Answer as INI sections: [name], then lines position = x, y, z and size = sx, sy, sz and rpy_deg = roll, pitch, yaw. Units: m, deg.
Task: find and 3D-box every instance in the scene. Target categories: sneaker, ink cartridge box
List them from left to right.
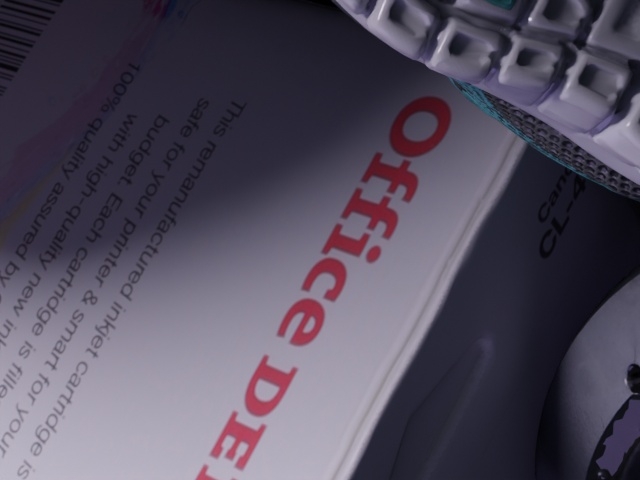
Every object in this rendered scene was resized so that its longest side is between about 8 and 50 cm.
[ink cartridge box]
position = -0.071, 0.028, 0.528
size = 0.306, 0.226, 0.131
rpy_deg = 21, 165, 35
[sneaker]
position = 0.040, -0.054, 0.347
size = 0.166, 0.065, 0.076
rpy_deg = 36, 171, -19

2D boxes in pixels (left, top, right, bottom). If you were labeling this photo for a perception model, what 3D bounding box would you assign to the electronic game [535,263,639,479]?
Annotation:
[electronic game]
position = 0.168, 0.088, 0.413
size = 0.229, 0.048, 0.229
rpy_deg = 17, 127, 24
